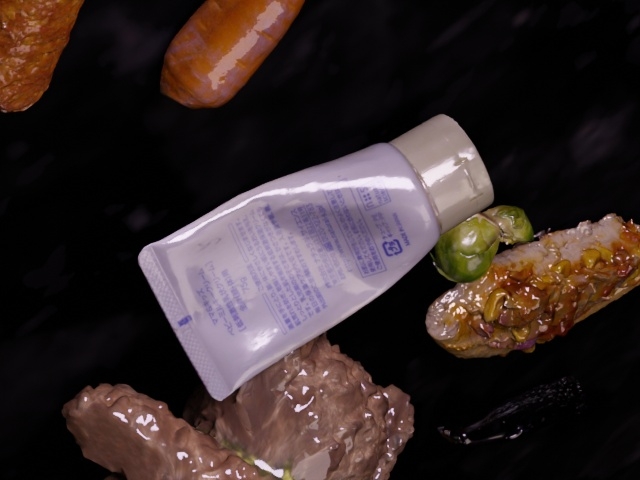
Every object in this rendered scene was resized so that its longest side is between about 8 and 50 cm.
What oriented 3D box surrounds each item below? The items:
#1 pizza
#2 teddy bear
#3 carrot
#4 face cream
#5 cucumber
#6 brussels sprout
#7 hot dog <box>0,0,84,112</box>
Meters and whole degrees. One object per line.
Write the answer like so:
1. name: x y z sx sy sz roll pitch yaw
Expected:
1. pizza: 0.183 0.045 1.457 0.246 0.058 0.127 -12 141 -43
2. teddy bear: -0.103 0.182 1.261 0.296 0.222 0.246 -19 128 30
3. carrot: -0.012 -0.156 0.974 0.216 0.048 0.048 -51 149 12
4. face cream: 0.000 0.000 1.173 0.224 0.070 0.114 -31 109 -12
5. cucumber: 0.171 0.162 1.631 0.163 0.039 0.043 -19 125 -34
6. brussels sprout: 0.120 -0.003 1.340 0.083 0.046 0.051 -32 148 -31
7. hot dog: -0.147 -0.103 0.898 0.058 0.035 0.083 -7 138 -43
